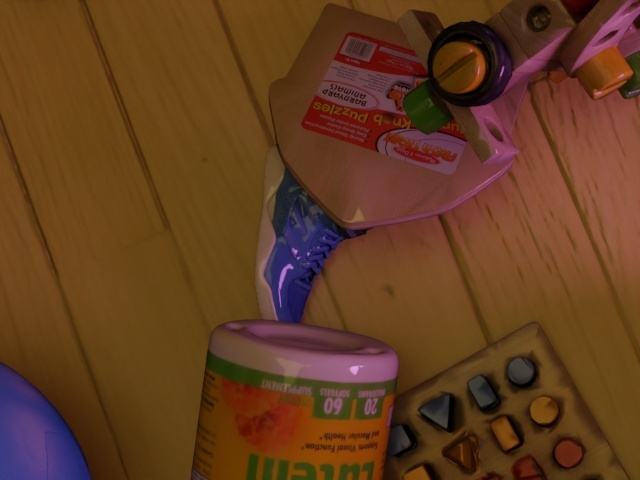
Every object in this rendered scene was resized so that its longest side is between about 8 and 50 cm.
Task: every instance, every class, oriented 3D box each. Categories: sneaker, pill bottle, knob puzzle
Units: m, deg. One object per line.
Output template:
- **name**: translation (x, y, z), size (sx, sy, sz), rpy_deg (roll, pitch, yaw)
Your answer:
- **sneaker**: translation (0.000, 0.000, 1.227), size (0.085, 0.058, 0.152), rpy_deg (0, 76, 17)
- **pill bottle**: translation (-0.027, 0.188, 1.157), size (0.136, 0.136, 0.245), rpy_deg (9, 96, 10)
- **knob puzzle**: translation (0.051, -0.080, 1.217), size (0.213, 0.030, 0.213), rpy_deg (1, 55, -2)

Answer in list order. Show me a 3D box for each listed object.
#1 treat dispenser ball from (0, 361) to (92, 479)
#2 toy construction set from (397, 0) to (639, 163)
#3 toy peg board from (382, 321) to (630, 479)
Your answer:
- **treat dispenser ball**: translation (-0.299, 0.208, 1.128), size (0.288, 0.288, 0.288), rpy_deg (-1, 82, 9)
- **toy construction set**: translation (0.202, -0.124, 1.164), size (0.237, 0.257, 0.309), rpy_deg (-39, 101, 20)
- **toy peg board**: translation (0.127, 0.163, 1.175), size (0.161, 0.079, 0.160), rpy_deg (-30, 79, 3)
